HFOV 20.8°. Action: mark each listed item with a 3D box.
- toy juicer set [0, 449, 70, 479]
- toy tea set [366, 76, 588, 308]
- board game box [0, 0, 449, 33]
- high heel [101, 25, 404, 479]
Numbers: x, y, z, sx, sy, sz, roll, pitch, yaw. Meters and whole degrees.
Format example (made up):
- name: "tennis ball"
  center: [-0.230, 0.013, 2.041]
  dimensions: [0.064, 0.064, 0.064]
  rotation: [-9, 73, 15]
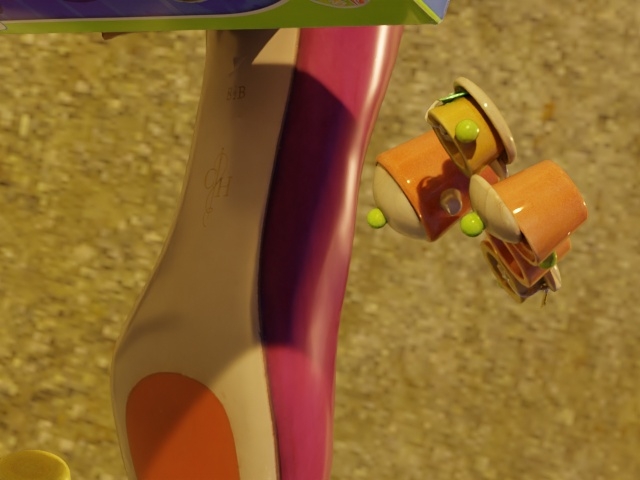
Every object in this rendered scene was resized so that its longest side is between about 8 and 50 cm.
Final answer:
- name: "toy juicer set"
  center: [-0.144, 0.259, 1.100]
  dimensions: [0.329, 0.209, 0.089]
  rotation: [-79, 177, -65]
- name: "toy tea set"
  center: [0.123, -0.024, 1.511]
  dimensions: [0.124, 0.200, 0.336]
  rotation: [-33, 171, -5]
- name: "board game box"
  center: [-0.145, -0.163, 0.611]
  dimensions: [0.233, 0.347, 0.078]
  rotation: [36, 66, -46]
- name: "high heel"
  center: [0.000, 0.000, 0.812]
  dimensions: [0.181, 0.127, 0.377]
  rotation: [-14, 109, -41]
